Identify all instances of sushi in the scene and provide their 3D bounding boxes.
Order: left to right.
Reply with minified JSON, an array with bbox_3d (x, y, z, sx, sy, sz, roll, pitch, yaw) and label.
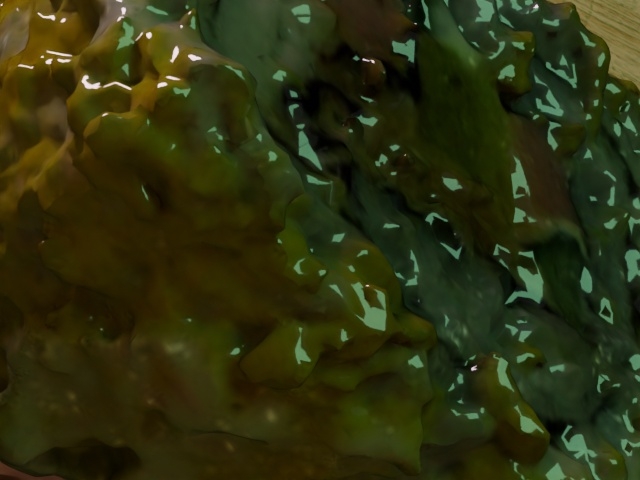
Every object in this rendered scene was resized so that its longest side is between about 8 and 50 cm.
[{"bbox_3d":[0.000,0.000,0.817,0.396,0.240,0.351,41,41,-24],"label":"sushi"}]
